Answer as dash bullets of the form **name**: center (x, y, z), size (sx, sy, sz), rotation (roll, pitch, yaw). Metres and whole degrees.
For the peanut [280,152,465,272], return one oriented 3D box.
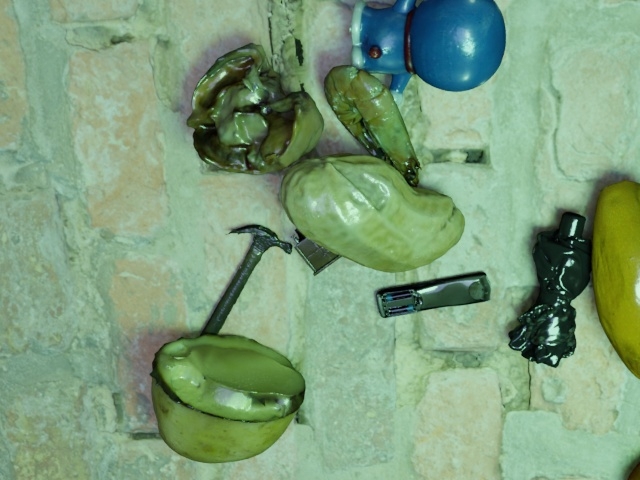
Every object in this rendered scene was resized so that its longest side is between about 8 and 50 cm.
- **peanut**: center (0.087, -0.042, 1.188), size (0.340, 0.158, 0.174), rotation (29, 79, -30)

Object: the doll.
- **doll**: center (0.171, -0.322, 1.141), size (0.256, 0.161, 0.215), rotation (9, 120, 20)

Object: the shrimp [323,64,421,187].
- **shrimp**: center (0.095, -0.188, 1.199), size (0.267, 0.145, 0.061), rotation (46, 63, -29)

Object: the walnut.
- **walnut**: center (-0.108, -0.198, 1.192), size (0.204, 0.141, 0.238), rotation (-47, 62, 12)

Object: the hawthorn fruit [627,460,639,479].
- **hawthorn fruit**: center (0.650, 0.487, 1.289), size (0.189, 0.189, 0.189), rotation (2, 105, 6)

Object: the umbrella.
- **umbrella**: center (0.419, 0.084, 1.241), size (0.121, 0.110, 0.273), rotation (11, 102, 3)

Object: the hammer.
- **hammer**: center (-0.170, 0.102, 1.344), size (0.125, 0.027, 0.297), rotation (29, 107, -3)

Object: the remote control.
- **remote control**: center (0.210, 0.103, 1.302), size (0.212, 0.028, 0.059), rotation (-11, 103, 9)

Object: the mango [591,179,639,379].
- **mango**: center (0.537, 0.076, 1.182), size (0.143, 0.187, 0.360), rotation (-10, 104, 32)

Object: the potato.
- **potato**: center (-0.189, 0.314, 1.315), size (0.285, 0.242, 0.243), rotation (5, 107, -22)

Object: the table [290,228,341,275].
- **table**: center (0.000, 0.000, 1.275), size (0.083, 0.070, 0.082), rotation (-36, 99, 15)
